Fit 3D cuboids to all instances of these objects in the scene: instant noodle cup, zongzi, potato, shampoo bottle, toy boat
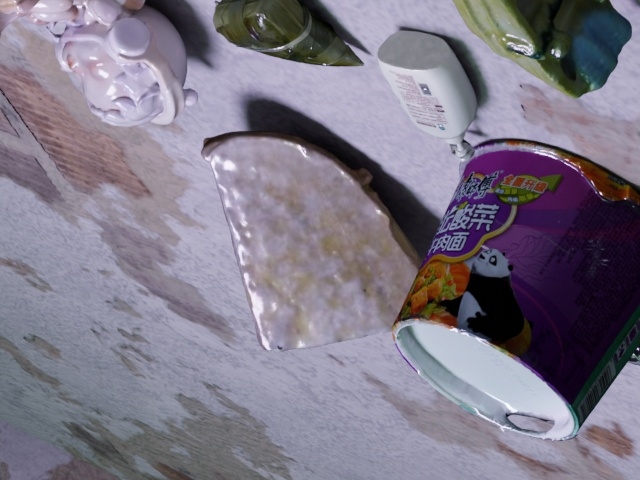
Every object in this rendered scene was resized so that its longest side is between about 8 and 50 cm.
[{"bbox_3d":[0.195,0.057,1.630,0.251,0.190,0.251,28,159,12],"label":"instant noodle cup"},{"bbox_3d":[-0.033,-0.186,1.619,0.119,0.055,0.109,32,165,-31],"label":"zongzi"},{"bbox_3d":[0.004,-0.020,1.890,0.189,0.211,0.264,-75,-32,-75],"label":"potato"},{"bbox_3d":[0.107,-0.120,1.566,0.077,0.045,0.152,15,151,36],"label":"shampoo bottle"},{"bbox_3d":[0.133,-0.211,1.226,0.084,0.111,0.276,23,161,39],"label":"toy boat"}]

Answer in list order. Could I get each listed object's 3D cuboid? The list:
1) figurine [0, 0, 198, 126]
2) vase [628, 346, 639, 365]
[{"bbox_3d":[-0.220,-0.191,1.743,0.162,0.141,0.237,13,153,53],"label":"figurine"},{"bbox_3d":[0.316,0.106,1.756,0.167,0.059,0.059,22,157,26],"label":"vase"}]
